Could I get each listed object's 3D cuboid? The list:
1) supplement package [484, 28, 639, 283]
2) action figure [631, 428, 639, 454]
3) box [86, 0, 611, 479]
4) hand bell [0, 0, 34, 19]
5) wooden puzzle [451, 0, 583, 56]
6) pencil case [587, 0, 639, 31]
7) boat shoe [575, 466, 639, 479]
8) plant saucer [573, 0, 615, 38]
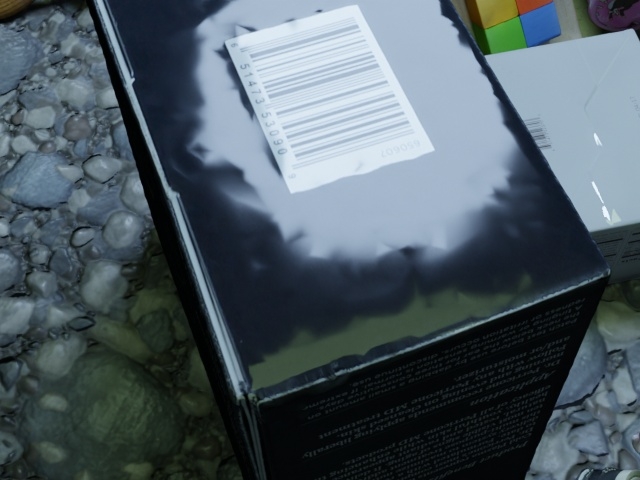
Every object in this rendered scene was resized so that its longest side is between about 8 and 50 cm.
[{"bbox_3d":[0.306,-0.090,1.285,0.203,0.145,0.262,-11,59,-6],"label":"supplement package"},{"bbox_3d":[0.470,0.294,1.065,0.370,0.276,0.248,-33,42,4],"label":"action figure"},{"bbox_3d":[0.000,0.000,1.047,0.297,0.472,0.480,-18,60,-11],"label":"box"},{"bbox_3d":[-0.369,-0.354,1.493,0.242,0.126,0.126,-20,60,2],"label":"hand bell"},{"bbox_3d":[0.142,-0.311,1.307,0.322,0.348,0.080,-23,23,-1],"label":"wooden puzzle"},{"bbox_3d":[0.368,-0.460,1.419,0.167,0.160,0.386,6,60,-39],"label":"pencil case"},{"bbox_3d":[0.263,0.337,1.085,0.079,0.084,0.233,0,58,46],"label":"boat shoe"},{"bbox_3d":[0.314,-0.302,1.470,0.188,0.045,0.188,8,60,5],"label":"plant saucer"}]
